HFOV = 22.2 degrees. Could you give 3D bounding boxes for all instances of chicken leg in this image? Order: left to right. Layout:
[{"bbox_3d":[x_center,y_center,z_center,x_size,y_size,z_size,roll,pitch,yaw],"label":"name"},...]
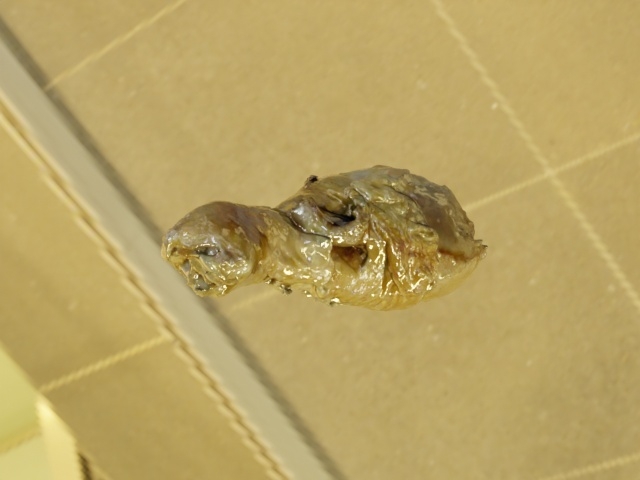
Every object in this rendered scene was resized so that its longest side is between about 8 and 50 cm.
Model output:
[{"bbox_3d":[-0.002,0.001,0.811,0.069,0.198,0.085,-44,64,37],"label":"chicken leg"}]
